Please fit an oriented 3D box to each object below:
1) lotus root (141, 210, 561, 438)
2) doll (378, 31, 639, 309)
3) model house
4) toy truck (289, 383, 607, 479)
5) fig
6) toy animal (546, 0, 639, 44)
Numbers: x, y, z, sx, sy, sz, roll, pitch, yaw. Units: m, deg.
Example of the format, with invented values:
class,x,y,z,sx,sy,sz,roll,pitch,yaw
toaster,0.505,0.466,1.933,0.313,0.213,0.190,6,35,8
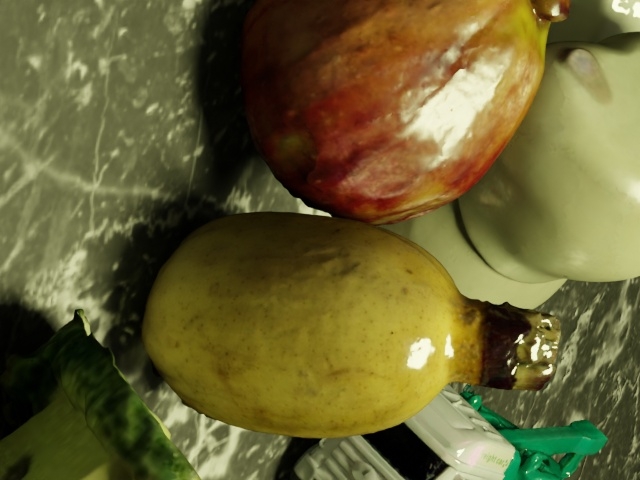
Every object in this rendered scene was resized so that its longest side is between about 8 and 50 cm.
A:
class,x,y,z,sx,sy,sz,roll,pitch,yaw
lotus root,0.021,0.066,1.457,0.183,0.310,0.182,6,90,-72
doll,0.193,-0.052,1.691,0.215,0.370,0.226,-27,97,-38
model house,-0.175,0.243,1.324,0.266,0.261,0.321,-39,125,-9
toy truck,0.132,0.227,1.837,0.178,0.176,0.363,-55,147,12
fig,0.059,-0.131,1.512,0.263,0.224,0.224,-41,142,-16
toy animal,0.299,-0.246,1.856,0.367,0.241,0.196,-17,121,-57
